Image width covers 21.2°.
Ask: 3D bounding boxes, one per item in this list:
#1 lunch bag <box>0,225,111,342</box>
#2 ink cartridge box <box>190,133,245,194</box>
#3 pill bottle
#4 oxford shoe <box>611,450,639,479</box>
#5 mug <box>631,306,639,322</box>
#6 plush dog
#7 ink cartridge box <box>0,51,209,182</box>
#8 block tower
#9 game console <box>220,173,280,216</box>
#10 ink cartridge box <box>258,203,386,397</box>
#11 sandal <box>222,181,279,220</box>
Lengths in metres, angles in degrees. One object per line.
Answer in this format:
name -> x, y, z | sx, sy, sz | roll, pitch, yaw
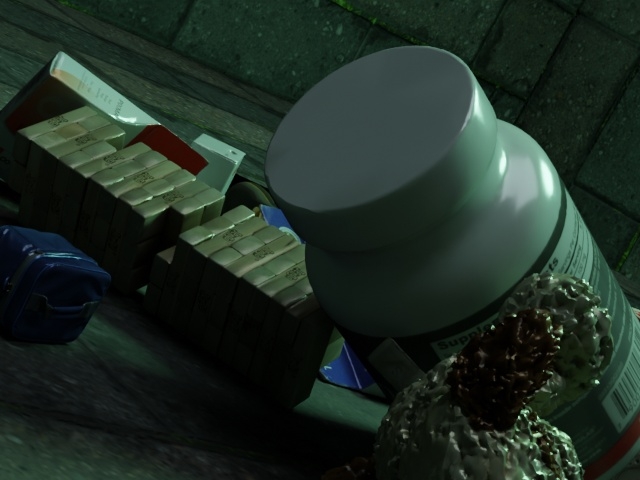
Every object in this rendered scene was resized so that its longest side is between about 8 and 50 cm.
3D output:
lunch bag -> -0.201, 0.034, 1.230 | 0.065, 0.067, 0.098 | 32, 10, 26
ink cartridge box -> -0.127, -0.041, 1.713 | 0.052, 0.122, 0.088 | 29, 8, -2
pill bottle -> 0.114, 0.033, 1.346 | 0.210, 0.210, 0.363 | 40, -12, 52
oxford shoe -> 0.326, 0.262, 1.401 | 0.364, 0.130, 0.133 | 31, 17, 22
mug -> 0.304, 0.159, 1.758 | 0.150, 0.169, 0.113 | 21, 12, -44
plush dog -> 0.102, 0.156, 1.116 | 0.211, 0.262, 0.225 | -5, -1, 1
ink cartridge box -> -0.219, -0.077, 1.616 | 0.179, 0.145, 0.045 | 38, 38, -19
block tower -> -0.117, 0.008, 1.474 | 0.335, 0.091, 0.097 | 34, 37, 24
game console -> 0.000, 0.000, 2.144 | 0.361, 0.044, 0.213 | 25, 9, -26
ink cartridge box -> 0.060, 0.062, 1.678 | 0.224, 0.045, 0.223 | 19, 39, -43
sandal -> -0.063, -0.008, 1.866 | 0.060, 0.090, 0.219 | 3, 23, -32
